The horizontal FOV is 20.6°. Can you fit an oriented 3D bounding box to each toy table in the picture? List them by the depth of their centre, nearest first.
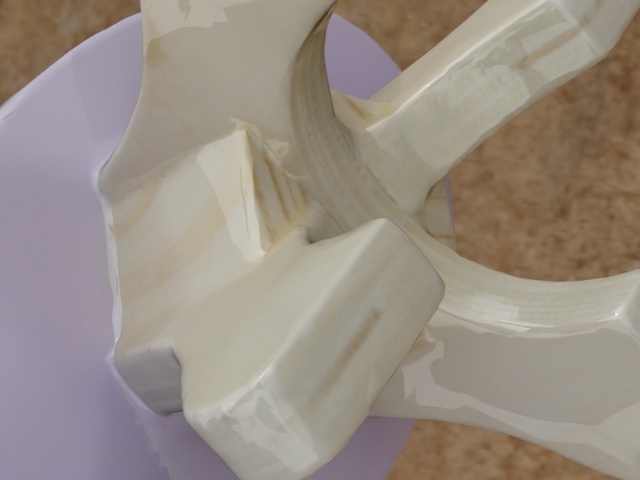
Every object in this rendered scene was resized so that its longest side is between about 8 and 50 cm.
[{"bbox_3d":[0.000,0.000,0.527,0.161,0.252,0.274,-28,29,45],"label":"toy table"}]
